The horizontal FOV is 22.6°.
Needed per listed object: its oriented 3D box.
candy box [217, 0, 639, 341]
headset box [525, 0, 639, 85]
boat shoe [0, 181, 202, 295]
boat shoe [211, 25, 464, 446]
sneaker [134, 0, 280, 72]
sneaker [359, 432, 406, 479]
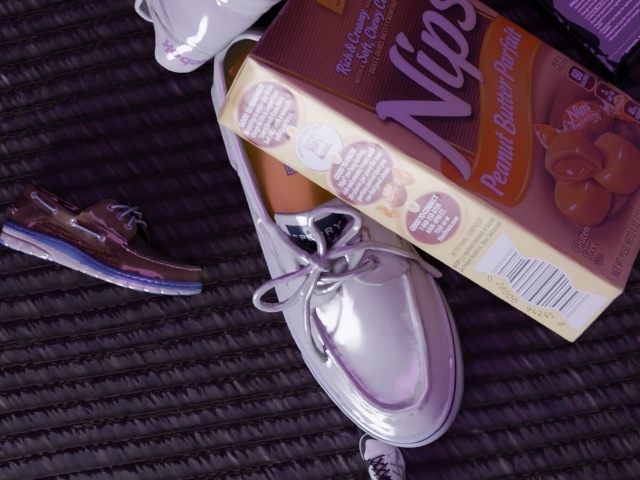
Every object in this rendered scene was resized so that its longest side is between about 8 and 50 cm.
[{"bbox_3d":[0.104,-0.086,1.207,0.316,0.183,0.087,32,141,-2],"label":"candy box"},{"bbox_3d":[0.210,-0.306,1.236,0.283,0.131,0.246,43,98,7],"label":"headset box"},{"bbox_3d":[-0.180,-0.003,1.344,0.183,0.066,0.066,17,92,10],"label":"boat shoe"},{"bbox_3d":[0.007,-0.005,1.263,0.135,0.156,0.367,-21,86,10],"label":"boat shoe"},{"bbox_3d":[-0.113,-0.265,1.266,0.152,0.114,0.305,-46,40,35],"label":"sneaker"},{"bbox_3d":[0.056,0.196,1.316,0.032,0.037,0.083,-28,84,11],"label":"sneaker"}]
